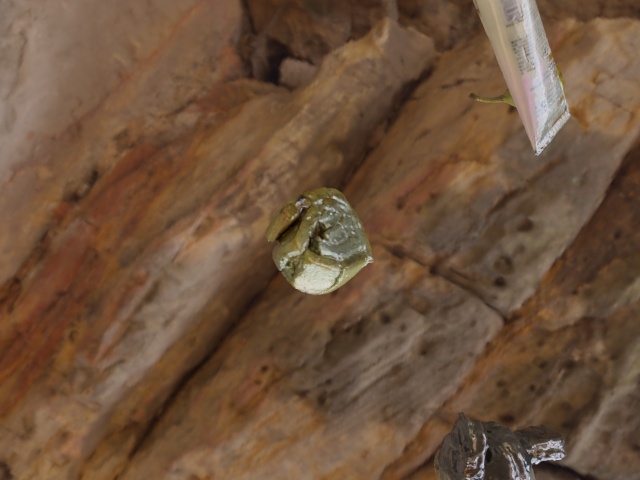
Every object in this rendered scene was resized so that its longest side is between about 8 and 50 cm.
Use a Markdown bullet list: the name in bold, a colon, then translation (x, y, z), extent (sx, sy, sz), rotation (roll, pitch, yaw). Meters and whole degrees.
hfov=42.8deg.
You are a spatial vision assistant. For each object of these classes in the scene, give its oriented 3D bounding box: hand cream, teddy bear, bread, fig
- **hand cream**: translation (0.140, -0.135, 0.569), extent (0.039, 0.143, 0.061), rotation (-4, -150, 42)
- **teddy bear**: translation (0.211, 0.297, 0.963), extent (0.144, 0.171, 0.250), rotation (6, -75, 62)
- **bread**: translation (0.000, 0.000, 0.959), extent (0.064, 0.117, 0.156), rotation (-33, -179, 29)
- **fig**: translation (0.370, -0.274, 1.509), extent (0.166, 0.093, 0.093), rotation (-14, -148, 39)
